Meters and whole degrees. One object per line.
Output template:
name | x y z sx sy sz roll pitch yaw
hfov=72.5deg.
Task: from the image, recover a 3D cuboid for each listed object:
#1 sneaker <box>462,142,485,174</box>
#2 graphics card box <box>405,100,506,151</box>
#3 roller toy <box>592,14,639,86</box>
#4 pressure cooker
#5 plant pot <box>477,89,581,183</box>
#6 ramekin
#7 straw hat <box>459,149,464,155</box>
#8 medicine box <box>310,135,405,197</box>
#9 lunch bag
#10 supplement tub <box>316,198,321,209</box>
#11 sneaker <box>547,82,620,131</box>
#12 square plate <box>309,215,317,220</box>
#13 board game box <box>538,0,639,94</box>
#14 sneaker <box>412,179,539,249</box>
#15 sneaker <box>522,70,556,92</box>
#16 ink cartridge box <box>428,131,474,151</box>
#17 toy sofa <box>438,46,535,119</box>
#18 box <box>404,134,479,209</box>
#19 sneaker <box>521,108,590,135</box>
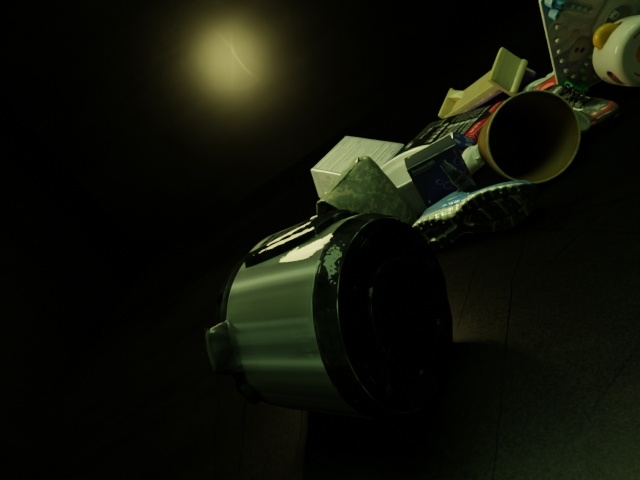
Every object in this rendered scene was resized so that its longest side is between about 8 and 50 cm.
sneaker | 0.541 -0.282 1.430 0.212 0.080 0.094 -43 33 -24
graphics card box | 0.521 -0.406 1.697 0.233 0.094 0.371 -45 24 -24
roller toy | 0.907 -0.547 1.262 0.210 0.191 0.146 -14 23 6
pressure cooker | -0.003 0.157 0.877 0.421 0.370 0.375 -15 45 44
plant pot | 0.549 -0.278 1.235 0.237 0.237 0.254 -33 5 6
ramekin | 0.305 -0.192 1.488 0.277 0.135 0.277 -29 22 13
straw hat | 0.446 -0.267 1.545 0.145 0.145 0.061 -12 72 47
medicine box | 0.160 -0.276 1.754 0.289 0.149 0.263 18 52 34
lunch bag | 0.127 -0.083 1.318 0.169 0.287 0.235 -6 36 52
supplement tub | 0.076 -0.180 1.873 0.106 0.106 0.198 -9 32 51
sneaker | 0.732 -0.393 1.281 0.098 0.135 0.276 -35 21 -6
square plate | 0.000 0.000 1.663 0.347 0.049 0.344 -11 33 48
board game box | 0.888 -0.662 1.301 0.390 0.390 0.050 -29 41 15
sneaker | 0.395 -0.091 1.147 0.330 0.129 0.147 -19 28 38
sneaker | 0.850 -0.545 1.518 0.279 0.107 0.118 -36 30 21
ink cartridge box | 0.439 -0.319 1.562 0.207 0.097 0.046 156 119 -64
toy sofa | 0.645 -0.568 1.714 0.150 0.177 0.362 -65 12 -13
box | 0.358 -0.175 1.273 0.153 0.207 0.108 -28 21 19
sneaker | 0.678 -0.321 1.277 0.083 0.118 0.222 -35 40 -12
